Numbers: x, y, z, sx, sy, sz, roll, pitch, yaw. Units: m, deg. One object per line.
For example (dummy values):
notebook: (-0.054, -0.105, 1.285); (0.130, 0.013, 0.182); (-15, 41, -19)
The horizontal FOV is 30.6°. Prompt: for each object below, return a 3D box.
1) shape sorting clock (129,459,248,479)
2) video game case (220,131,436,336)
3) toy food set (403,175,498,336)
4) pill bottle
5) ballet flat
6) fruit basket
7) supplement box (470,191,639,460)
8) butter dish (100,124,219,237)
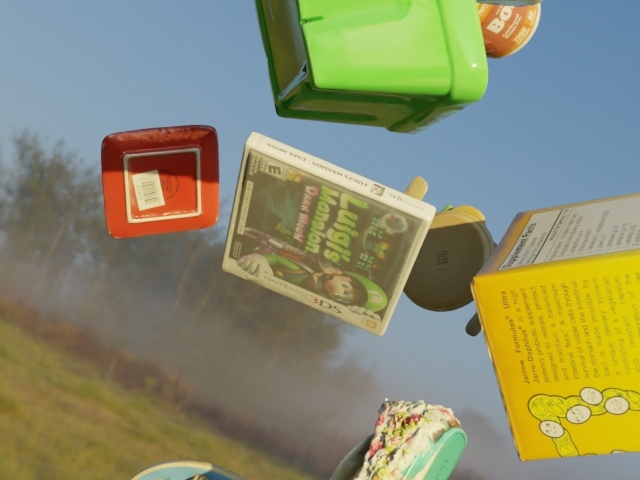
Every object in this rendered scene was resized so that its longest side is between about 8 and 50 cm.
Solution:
shape sorting clock: (-0.109, 0.301, 1.110); (0.206, 0.206, 0.040); (20, 30, 15)
video game case: (0.000, 0.000, 1.065); (0.173, 0.022, 0.190); (23, -38, 4)
toy food set: (0.152, 0.022, 1.370); (0.192, 0.132, 0.038); (40, 4, 32)
pill bottle: (0.184, -0.319, 1.517); (0.121, 0.121, 0.216); (13, 1, 40)
ballet flat: (0.026, 0.224, 0.896); (0.077, 0.241, 0.091); (23, -24, 32)
fruit basket: (0.120, -0.310, 1.215); (0.392, 0.392, 0.283); (25, -11, -12)
supplement box: (0.350, 0.063, 1.080); (0.357, 0.195, 0.194); (-10, 16, 26)
butter dish: (-0.228, -0.099, 1.623); (0.160, 0.160, 0.118); (-7, 30, -15)
